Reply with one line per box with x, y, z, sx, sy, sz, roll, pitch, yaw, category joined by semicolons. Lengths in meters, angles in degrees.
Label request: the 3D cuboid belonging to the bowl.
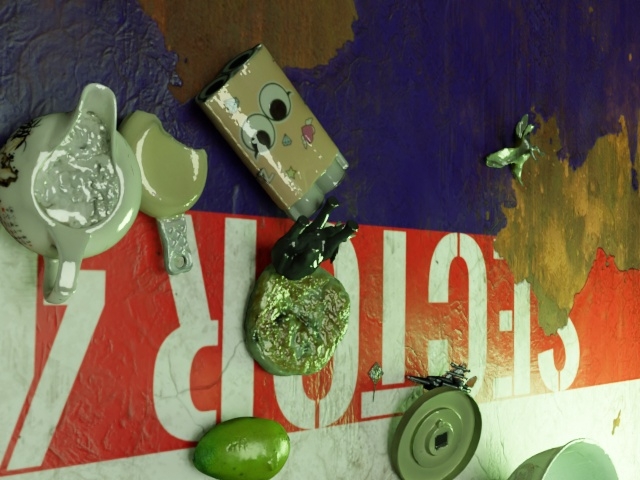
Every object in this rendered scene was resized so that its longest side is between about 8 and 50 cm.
0.526;0.671;1.831;0.434;0.196;0.435;1;88;-41;bowl

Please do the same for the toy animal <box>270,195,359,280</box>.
0.006;-0.007;1.415;0.082;0.137;0.269;48;36;12;toy animal

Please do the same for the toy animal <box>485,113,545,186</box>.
0.498;-0.205;1.910;0.219;0.095;0.155;-36;107;-36;toy animal

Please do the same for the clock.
0.254;0.428;1.667;0.234;0.029;0.235;-9;107;-30;clock

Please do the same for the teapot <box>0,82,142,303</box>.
-0.353;-0.059;1.101;0.208;0.165;0.300;11;76;-44;teapot

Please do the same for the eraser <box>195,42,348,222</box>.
-0.082;-0.187;1.396;0.171;0.087;0.291;-51;120;-24;eraser

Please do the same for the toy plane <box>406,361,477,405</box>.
0.267;0.322;1.703;0.189;0.061;0.130;19;92;-38;toy plane

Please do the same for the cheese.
-0.263;-0.074;1.244;0.163;0.070;0.249;12;81;-41;cheese

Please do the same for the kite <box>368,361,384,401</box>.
0.110;0.290;1.606;0.044;0.002;0.078;39;64;-34;kite

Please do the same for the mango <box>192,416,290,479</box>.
-0.131;0.362;1.326;0.178;0.100;0.119;5;88;-34;mango

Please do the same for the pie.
-0.042;0.141;1.442;0.240;0.054;0.241;1;88;-39;pie
